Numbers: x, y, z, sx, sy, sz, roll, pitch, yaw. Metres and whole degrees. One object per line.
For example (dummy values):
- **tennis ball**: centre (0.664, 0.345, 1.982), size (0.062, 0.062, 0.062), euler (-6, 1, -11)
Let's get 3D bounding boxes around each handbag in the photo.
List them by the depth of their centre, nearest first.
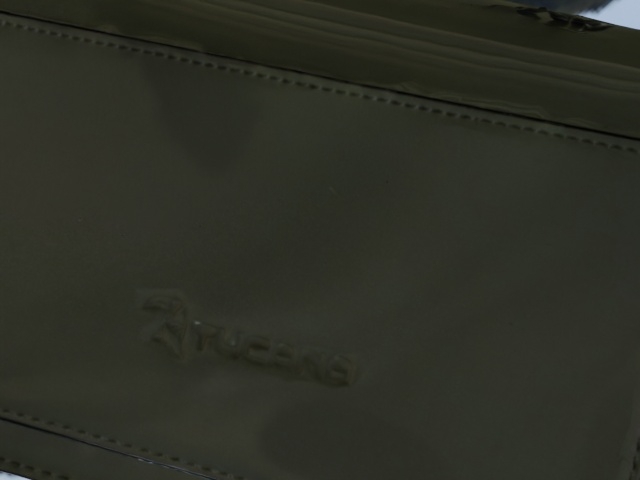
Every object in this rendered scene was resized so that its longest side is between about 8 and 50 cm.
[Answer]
- **handbag**: centre (0.000, 0.000, 0.531), size (0.160, 0.359, 0.236), euler (-16, 119, -74)
